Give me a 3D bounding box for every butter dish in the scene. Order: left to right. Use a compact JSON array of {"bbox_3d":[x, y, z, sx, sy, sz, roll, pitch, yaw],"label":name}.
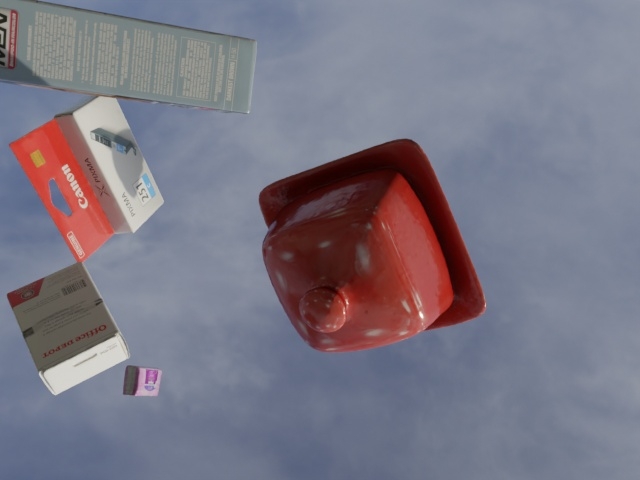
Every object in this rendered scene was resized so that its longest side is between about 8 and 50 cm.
[{"bbox_3d":[0.021,0.027,0.479,0.159,0.160,0.118,-16,-162,32],"label":"butter dish"}]

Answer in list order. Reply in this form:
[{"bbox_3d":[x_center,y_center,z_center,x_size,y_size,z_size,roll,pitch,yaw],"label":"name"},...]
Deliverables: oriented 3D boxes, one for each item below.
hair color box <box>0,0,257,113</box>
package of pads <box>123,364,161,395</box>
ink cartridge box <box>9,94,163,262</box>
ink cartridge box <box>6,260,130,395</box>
[{"bbox_3d":[-0.301,-0.270,0.948,0.374,0.114,0.185,5,-171,-19],"label":"hair color box"},{"bbox_3d":[-0.310,0.244,1.095,0.032,0.083,0.050,3,-103,14],"label":"package of pads"},{"bbox_3d":[-0.487,-0.139,1.364,0.066,0.296,0.261,-3,-147,26],"label":"ink cartridge box"},{"bbox_3d":[-0.494,0.167,1.236,0.158,0.092,0.218,-26,-128,-21],"label":"ink cartridge box"}]
